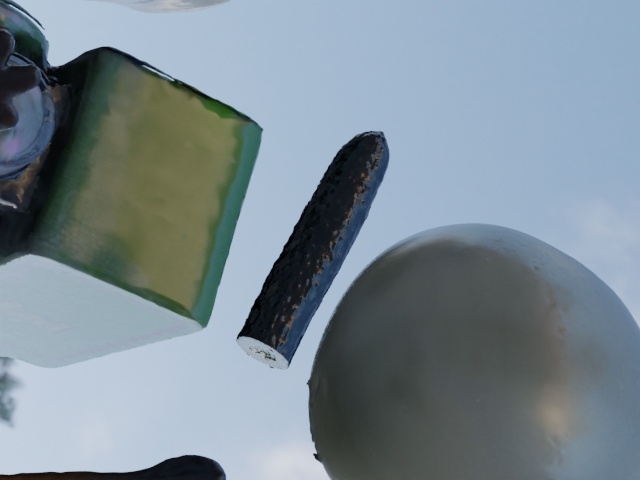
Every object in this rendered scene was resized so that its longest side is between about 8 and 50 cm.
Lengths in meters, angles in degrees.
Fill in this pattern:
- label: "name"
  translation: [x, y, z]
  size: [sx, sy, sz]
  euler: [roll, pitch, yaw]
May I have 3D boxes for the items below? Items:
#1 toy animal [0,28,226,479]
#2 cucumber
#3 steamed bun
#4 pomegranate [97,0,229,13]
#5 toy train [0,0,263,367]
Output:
- label: "toy animal"
  translation: [-0.221, 0.081, 0.721]
  size: [0.302, 0.284, 0.225]
  euler: [-10, -122, 8]
- label: "cucumber"
  translation: [0.000, 0.000, 0.823]
  size: [0.032, 0.032, 0.133]
  euler: [7, -119, 43]
- label: "steamed bun"
  translation: [0.155, 0.129, 1.451]
  size: [0.206, 0.324, 0.324]
  euler: [-50, -141, 46]
- label: "pomegranate"
  translation: [-0.179, -0.388, 1.682]
  size: [0.332, 0.332, 0.332]
  euler: [-20, -124, 33]
- label: "toy train"
  translation: [-0.201, -0.030, 1.026]
  size: [0.307, 0.249, 0.173]
  euler: [-17, -127, 55]
